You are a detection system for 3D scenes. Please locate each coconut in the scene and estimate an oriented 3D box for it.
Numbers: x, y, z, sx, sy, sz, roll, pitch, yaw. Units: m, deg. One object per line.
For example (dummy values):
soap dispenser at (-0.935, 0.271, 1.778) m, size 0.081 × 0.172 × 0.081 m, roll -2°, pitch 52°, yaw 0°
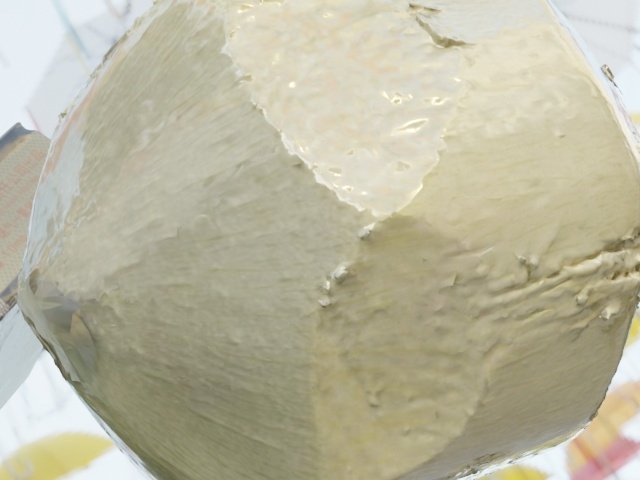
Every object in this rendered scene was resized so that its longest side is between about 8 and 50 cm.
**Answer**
coconut at (0.000, 0.000, 0.654) m, size 0.247 × 0.245 × 0.245 m, roll -14°, pitch -34°, yaw -36°

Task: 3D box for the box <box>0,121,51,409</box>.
box at (-0.248, 0.085, 0.948) m, size 0.198 × 0.084 × 0.310 m, roll -58°, pitch -1°, yaw 36°
